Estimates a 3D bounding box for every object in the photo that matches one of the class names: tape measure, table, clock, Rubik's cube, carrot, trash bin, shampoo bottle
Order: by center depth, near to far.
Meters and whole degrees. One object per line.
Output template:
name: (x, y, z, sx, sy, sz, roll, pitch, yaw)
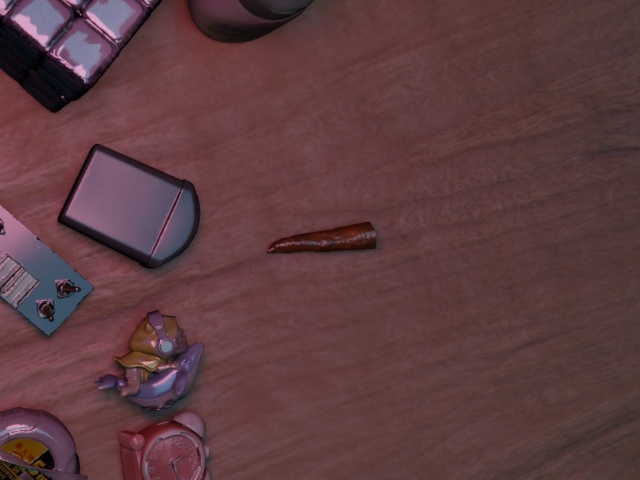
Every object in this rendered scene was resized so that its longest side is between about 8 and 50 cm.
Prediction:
Rubik's cube: (-0.443, -0.458, 1.737, 0.344, 0.337, 0.343, 40, 77, -15)
tape measure: (-0.522, 0.393, 1.822, 0.197, 0.120, 0.236, -40, 109, -10)
table: (-0.523, 0.049, 1.827, 0.240, 0.111, 0.121, 43, 77, -16)
shampoo bottle: (-0.107, -0.453, 1.858, 0.222, 0.349, 0.151, -8, 94, -20)
trash bin: (-0.339, -0.057, 1.907, 0.236, 0.101, 0.176, 27, 83, -16)
clock: (-0.284, 0.407, 1.938, 0.162, 0.093, 0.165, -8, 93, -30)
carrot: (0.000, 0.000, 2.066, 0.224, 0.057, 0.057, -6, 92, -16)

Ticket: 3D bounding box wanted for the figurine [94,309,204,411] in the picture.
figurine: (-0.311, 0.225, 1.904, 0.209, 0.128, 0.183, -15, 93, -16)
